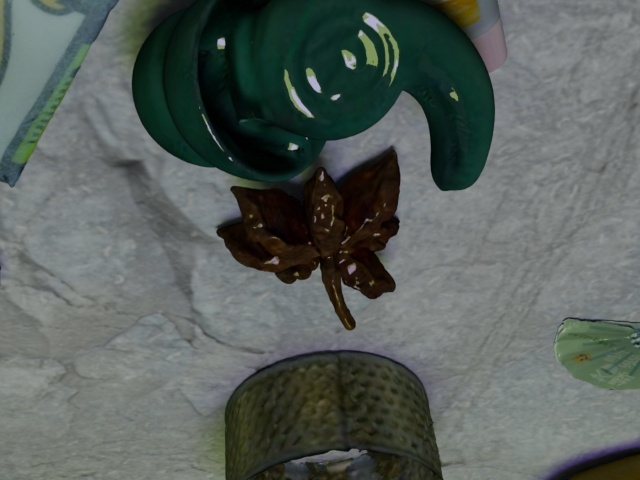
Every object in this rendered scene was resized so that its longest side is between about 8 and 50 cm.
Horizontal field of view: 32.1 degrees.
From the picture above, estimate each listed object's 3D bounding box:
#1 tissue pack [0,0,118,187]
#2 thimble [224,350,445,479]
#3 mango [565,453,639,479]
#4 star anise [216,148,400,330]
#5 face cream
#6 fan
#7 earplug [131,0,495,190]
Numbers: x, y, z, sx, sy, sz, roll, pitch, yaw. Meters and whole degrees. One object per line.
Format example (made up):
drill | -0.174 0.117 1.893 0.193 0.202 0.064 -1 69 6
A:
tissue pack | -0.330 -0.192 0.825 0.311 0.128 0.228 20 129 -27
thimble | 0.011 0.269 1.353 0.271 0.150 0.271 -4 137 -3
mango | 0.430 0.367 1.543 0.251 0.114 0.156 -22 128 16
star anise | 0.002 -0.006 1.098 0.212 0.111 0.196 18 125 -15
face cream | 0.096 -0.214 0.913 0.084 0.057 0.198 -13 137 14
fan | 0.377 0.144 1.376 0.240 0.009 0.131 19 133 -26
earplug | -0.017 -0.127 0.922 0.280 0.164 0.257 2 -179 33
